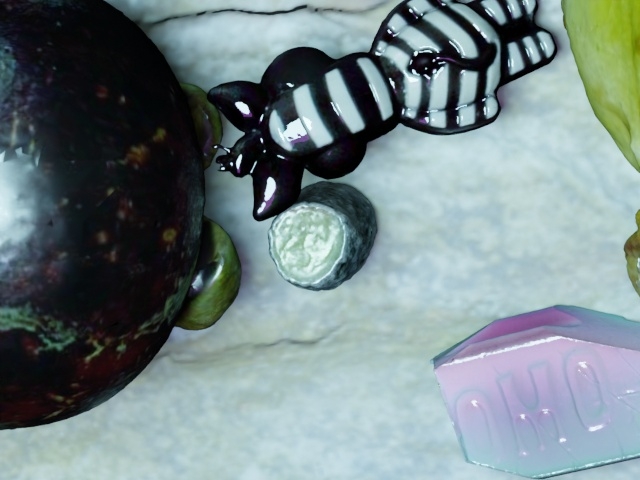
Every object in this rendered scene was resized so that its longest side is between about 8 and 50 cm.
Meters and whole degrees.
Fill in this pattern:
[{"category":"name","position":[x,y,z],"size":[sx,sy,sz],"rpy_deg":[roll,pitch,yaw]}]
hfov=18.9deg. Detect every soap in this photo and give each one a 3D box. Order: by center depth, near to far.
[{"category":"soap","position":[0.145,0.097,1.224],"size":[0.149,0.056,0.100],"rpy_deg":[-14,102,15]}]

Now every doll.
[{"category":"doll","position":[0.035,-0.090,1.152],"size":[0.219,0.067,0.091],"rpy_deg":[-24,91,-9]}]

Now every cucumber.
[{"category":"cucumber","position":[0.000,-0.001,1.191],"size":[0.064,0.112,0.064],"rpy_deg":[2,101,10]}]

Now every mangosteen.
[{"category":"mangosteen","position":[-0.181,-0.025,1.146],"size":[0.288,0.288,0.288],"rpy_deg":[3,109,10]}]

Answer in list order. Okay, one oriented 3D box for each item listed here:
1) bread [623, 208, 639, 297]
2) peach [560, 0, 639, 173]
[{"category":"bread","position":[0.287,0.044,1.167],"size":[0.128,0.088,0.232],"rpy_deg":[-37,105,28]},{"category":"peach","position":[0.282,-0.151,0.981],"size":[0.314,0.316,0.281],"rpy_deg":[-22,104,-21]}]
